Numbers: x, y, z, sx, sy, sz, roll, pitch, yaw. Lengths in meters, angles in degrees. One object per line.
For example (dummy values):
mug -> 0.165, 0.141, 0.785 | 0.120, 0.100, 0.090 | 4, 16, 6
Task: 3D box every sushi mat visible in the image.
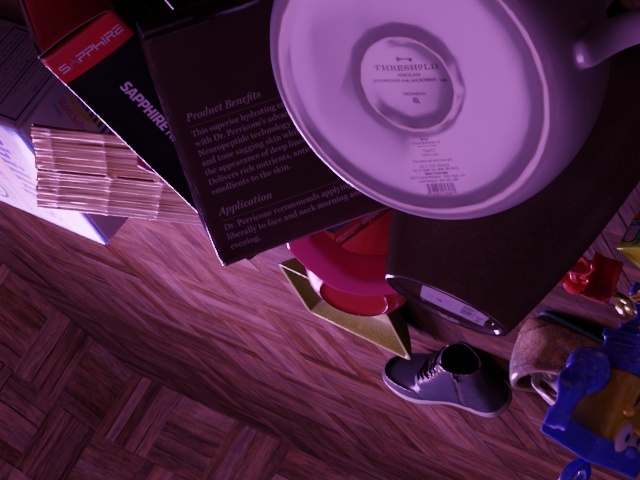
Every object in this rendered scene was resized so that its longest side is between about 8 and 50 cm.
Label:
sushi mat -> -0.205, -0.076, 1.981 | 0.316, 0.019, 0.151 | 6, 137, -3

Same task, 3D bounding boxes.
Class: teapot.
teapot -> 0.104, -0.152, 1.101 | 0.256, 0.187, 0.252 | 37, 135, 6

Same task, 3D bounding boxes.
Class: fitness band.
fitness band -> 0.076, -0.022, 1.595 | 0.291, 0.209, 0.054 | 43, -154, -59

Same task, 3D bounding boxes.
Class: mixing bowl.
mixing bowl -> 0.052, 0.029, 1.899 | 0.181, 0.098, 0.181 | 13, 151, 7

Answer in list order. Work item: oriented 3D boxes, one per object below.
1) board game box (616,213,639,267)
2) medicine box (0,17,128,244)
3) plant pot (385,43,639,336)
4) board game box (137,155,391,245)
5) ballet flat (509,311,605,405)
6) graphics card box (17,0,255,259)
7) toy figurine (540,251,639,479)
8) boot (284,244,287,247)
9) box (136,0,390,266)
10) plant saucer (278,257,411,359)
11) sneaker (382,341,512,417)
board game box -> 0.366, 0.015, 1.448 | 0.092, 0.043, 0.181 | 36, 164, -20
medicine box -> -0.401, -0.160, 2.134 | 0.289, 0.149, 0.263 | 21, 157, 35
plant pot -> 0.149, -0.048, 1.261 | 0.215, 0.230, 0.215 | 24, 169, 5
board game box -> -0.059, -0.076, 1.819 | 0.281, 0.145, 0.027 | 24, 128, 27
ballet flat -> 0.377, 0.193, 1.866 | 0.348, 0.123, 0.123 | 21, 162, 32
graphics card box -> -0.168, -0.165, 1.620 | 0.371, 0.094, 0.233 | 48, -169, -44
toy figurine -> 0.281, 0.149, 1.557 | 0.191, 0.217, 0.362 | 21, 176, 37
boot -> 0.000, 0.000, 2.080 | 0.106, 0.082, 0.219 | 34, 159, 33
box -> -0.046, -0.111, 1.348 | 0.167, 0.168, 0.203 | -126, 18, -75
plant saucer -> 0.048, 0.089, 2.308 | 0.188, 0.045, 0.188 | 25, 164, 24
sneaker -> 0.173, 0.187, 2.342 | 0.222, 0.083, 0.118 | 9, 149, 37
